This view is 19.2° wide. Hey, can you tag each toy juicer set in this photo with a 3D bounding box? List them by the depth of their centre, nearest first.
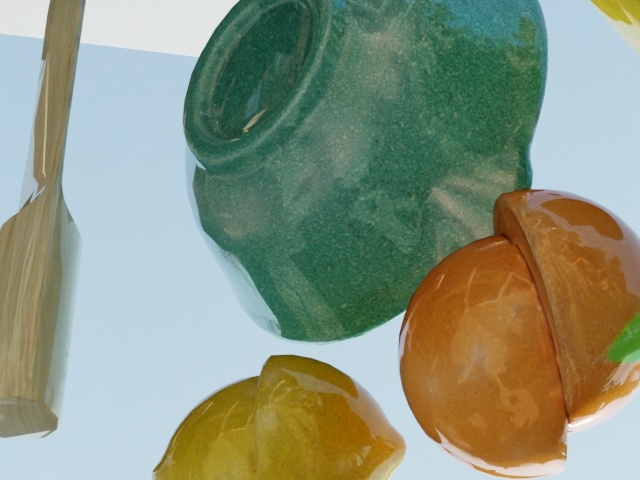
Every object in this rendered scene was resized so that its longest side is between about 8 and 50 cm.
[{"bbox_3d":[0.000,0.000,0.563,0.329,0.089,0.209,-6,-119,49],"label":"toy juicer set"}]

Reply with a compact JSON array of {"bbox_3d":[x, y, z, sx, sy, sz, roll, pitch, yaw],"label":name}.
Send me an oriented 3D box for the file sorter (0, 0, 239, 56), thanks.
[{"bbox_3d":[-0.063,-0.196,0.842,0.277,0.193,0.173,7,-107,1],"label":"file sorter"}]
